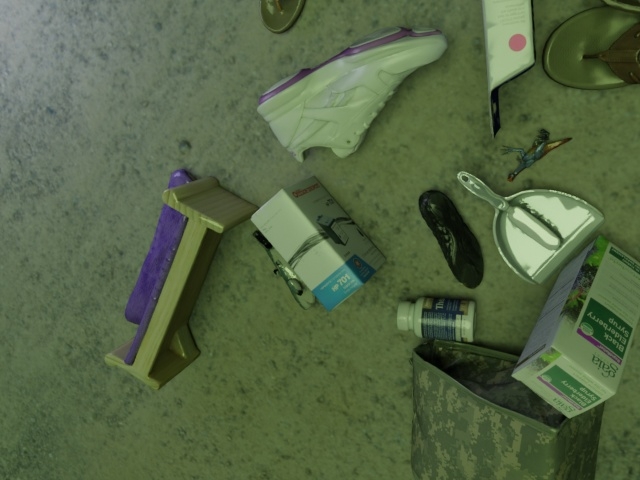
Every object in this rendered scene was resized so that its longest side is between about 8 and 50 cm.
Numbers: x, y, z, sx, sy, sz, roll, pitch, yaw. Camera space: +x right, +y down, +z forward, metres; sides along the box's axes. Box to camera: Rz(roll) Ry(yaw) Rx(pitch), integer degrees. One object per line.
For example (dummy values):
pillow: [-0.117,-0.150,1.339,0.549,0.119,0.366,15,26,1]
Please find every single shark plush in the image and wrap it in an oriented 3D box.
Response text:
shark plush: [-0.068,0.051,1.062,0.161,0.073,0.067,38,143,2]

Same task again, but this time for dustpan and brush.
dustpan and brush: [0.291,-0.038,0.903,0.211,0.060,0.147,39,113,6]

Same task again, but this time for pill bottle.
pill bottle: [0.187,0.125,0.981,0.120,0.067,0.067,3,105,19]

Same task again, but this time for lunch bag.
lunch bag: [0.260,0.299,0.941,0.287,0.169,0.235,18,117,46]

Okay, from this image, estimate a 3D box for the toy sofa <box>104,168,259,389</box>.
toy sofa: [-0.269,0.063,1.083,0.177,0.150,0.362,29,112,9]

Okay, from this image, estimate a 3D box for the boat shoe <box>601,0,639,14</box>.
boat shoe: [0.488,-0.339,0.733,0.308,0.104,0.110,-4,112,19]

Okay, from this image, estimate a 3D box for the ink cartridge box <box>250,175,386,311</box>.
ink cartridge box: [0.000,0.000,0.974,0.082,0.140,0.190,-40,89,25]

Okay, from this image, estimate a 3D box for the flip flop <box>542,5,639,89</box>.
flip flop: [0.434,-0.240,0.788,0.277,0.080,0.112,13,108,16]

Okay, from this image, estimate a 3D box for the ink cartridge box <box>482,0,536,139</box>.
ink cartridge box: [0.239,-0.325,0.783,0.069,0.176,0.370,-1,104,19]

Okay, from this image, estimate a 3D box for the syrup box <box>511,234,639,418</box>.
syrup box: [0.356,0.111,0.819,0.093,0.237,0.096,37,140,7]

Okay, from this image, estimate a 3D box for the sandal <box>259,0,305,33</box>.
sandal: [-0.044,-0.406,0.931,0.072,0.049,0.180,37,113,7]

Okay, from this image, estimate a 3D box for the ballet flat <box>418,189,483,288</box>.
ballet flat: [0.208,-0.003,0.960,0.058,0.049,0.173,-28,98,-9]

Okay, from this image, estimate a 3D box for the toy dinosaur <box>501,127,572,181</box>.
toy dinosaur: [0.308,-0.118,0.890,0.090,0.047,0.082,15,128,4]

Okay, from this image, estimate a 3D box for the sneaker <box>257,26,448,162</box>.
sneaker: [0.059,-0.219,0.928,0.305,0.114,0.152,-19,111,27]
